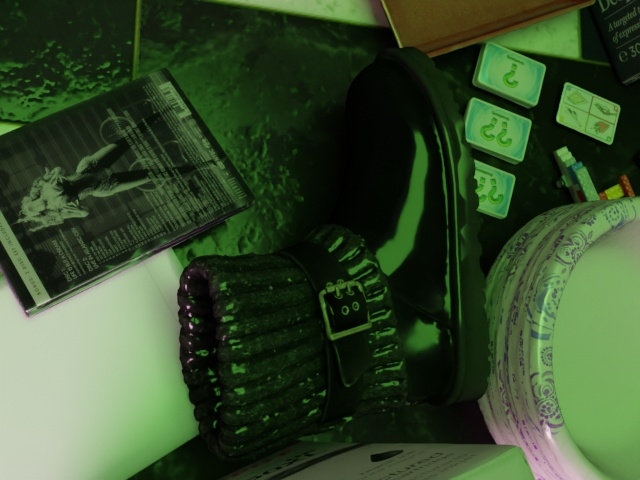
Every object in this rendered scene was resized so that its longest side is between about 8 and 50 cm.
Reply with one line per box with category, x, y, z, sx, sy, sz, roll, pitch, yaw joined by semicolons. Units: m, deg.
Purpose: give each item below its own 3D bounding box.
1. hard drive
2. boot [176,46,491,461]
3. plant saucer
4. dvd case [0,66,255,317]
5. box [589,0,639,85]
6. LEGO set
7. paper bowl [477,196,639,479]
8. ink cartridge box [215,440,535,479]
hard drive;-0.236;0.127;0.768;0.307;0.040;0.203;-30;91;-22
boot;0.002;0.000;0.787;0.260;0.131;0.348;-5;81;-21
plant saucer;0.143;-0.336;0.981;0.258;0.047;0.259;-22;89;-22
dvd case;-0.192;-0.050;0.800;0.221;0.018;0.164;-28;71;-22
box;0.413;-0.413;0.959;0.212;0.293;0.396;-20;87;-22
LEGO set;0.267;-0.092;0.978;0.244;0.060;0.183;20;78;-16
paper bowl;0.267;0.104;0.879;0.284;0.148;0.284;2;85;-28
ink cartridge box;-0.043;0.266;0.624;0.285;0.395;0.166;-20;85;-22
